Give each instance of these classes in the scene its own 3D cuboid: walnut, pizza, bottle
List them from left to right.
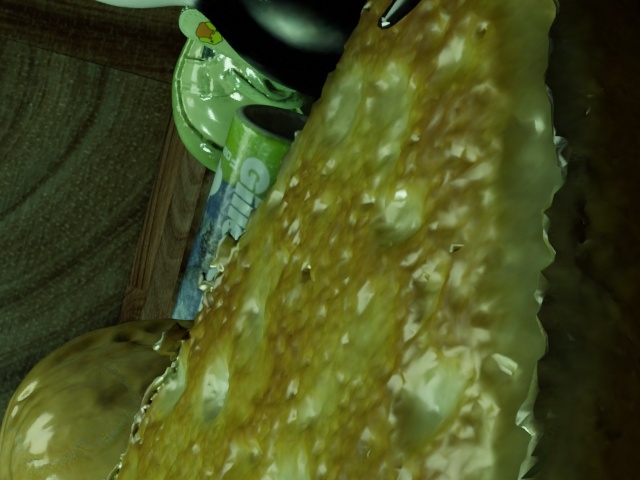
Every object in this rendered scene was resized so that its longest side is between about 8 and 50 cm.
[{"bbox_3d":[-0.125,0.151,1.390,0.195,0.221,0.195,169,90,-69],"label":"walnut"},{"bbox_3d":[-0.073,0.055,1.594,0.093,0.093,0.330,-102,29,-68],"label":"bottle"},{"bbox_3d":[0.022,0.066,0.886,0.406,0.130,0.440,-37,39,48],"label":"pizza"}]

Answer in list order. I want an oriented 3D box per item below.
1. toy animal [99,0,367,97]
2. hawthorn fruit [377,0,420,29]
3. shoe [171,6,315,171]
[{"bbox_3d":[-0.044,-0.225,1.149,0.251,0.310,0.251,-166,90,-69],"label":"toy animal"},{"bbox_3d":[0.075,-0.225,0.740,0.300,0.254,0.254,-63,12,5],"label":"hawthorn fruit"},{"bbox_3d":[-0.052,-0.184,1.678,0.128,0.140,0.262,-142,70,-85],"label":"shoe"}]
